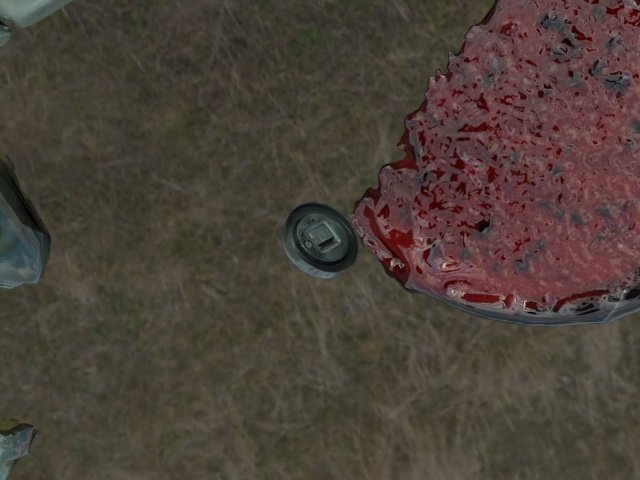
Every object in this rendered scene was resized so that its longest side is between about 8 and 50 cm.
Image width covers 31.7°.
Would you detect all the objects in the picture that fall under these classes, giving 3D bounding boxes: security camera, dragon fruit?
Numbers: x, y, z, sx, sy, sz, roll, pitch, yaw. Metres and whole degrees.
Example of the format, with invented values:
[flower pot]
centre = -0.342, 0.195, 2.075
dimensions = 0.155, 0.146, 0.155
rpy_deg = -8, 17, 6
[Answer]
[security camera]
centre = -0.436, -0.301, 1.508
dimensions = 0.301, 0.157, 0.080
rpy_deg = -36, 100, -2
[dragon fruit]
centre = 0.204, -0.057, 0.924
dimensions = 0.100, 0.282, 0.343
rpy_deg = -26, 156, -54

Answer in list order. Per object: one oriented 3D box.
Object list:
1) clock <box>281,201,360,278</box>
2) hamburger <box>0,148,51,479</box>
[clock]
centre = 0.000, 0.000, 1.148
dimensions = 0.085, 0.085, 0.017
rpy_deg = 3, 148, -28
[hamburger]
centre = -0.232, 0.012, 0.300
dimensions = 0.288, 0.192, 0.168
rpy_deg = -9, 124, -47
